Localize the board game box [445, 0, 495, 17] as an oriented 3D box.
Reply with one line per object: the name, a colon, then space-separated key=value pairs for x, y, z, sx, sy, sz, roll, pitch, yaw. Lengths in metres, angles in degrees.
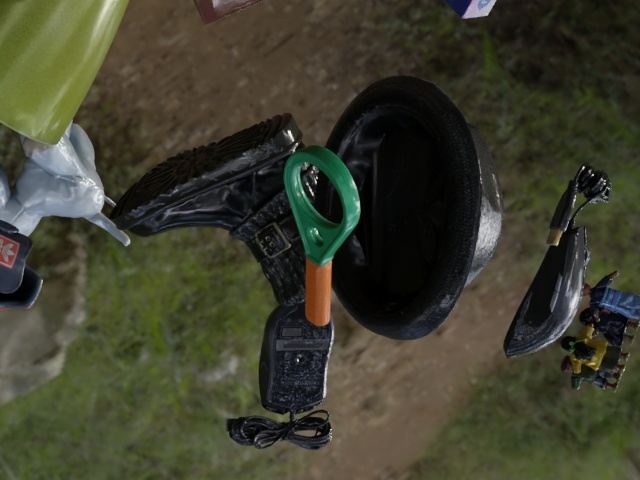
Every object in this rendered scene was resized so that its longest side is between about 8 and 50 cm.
board game box: x=0.201 y=-0.552 z=1.854 sx=0.066 sy=0.319 sz=0.318 roll=-16 pitch=146 yaw=-41

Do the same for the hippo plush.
hippo plush: x=-0.525 y=-0.102 z=2.272 sx=0.236 sy=0.294 sz=0.234 roll=-28 pitch=-149 yaw=3

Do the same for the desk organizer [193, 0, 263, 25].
desk organizer: x=-0.127 y=-0.373 z=1.867 sx=0.130 sy=0.047 sz=0.050 roll=-24 pitch=138 yaw=-9

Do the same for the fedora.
fedora: x=0.134 y=-0.042 z=1.618 sx=0.152 sy=0.334 sz=0.334 roll=-3 pitch=148 yaw=-40

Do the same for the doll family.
doll family: x=0.425 y=0.140 z=1.929 sx=0.076 sy=0.111 sz=0.193 roll=25 pitch=85 yaw=-77

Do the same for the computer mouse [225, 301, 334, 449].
computer mouse: x=-0.056 y=0.214 z=2.123 sx=0.188 sy=0.272 sz=0.072 roll=6 pitch=-170 yaw=-23

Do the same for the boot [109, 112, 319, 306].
boot: x=-0.118 y=-0.013 z=1.873 sx=0.348 sy=0.260 sz=0.131 roll=-19 pitch=-154 yaw=25

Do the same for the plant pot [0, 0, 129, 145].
plant pot: x=-0.350 y=-0.318 z=1.563 sx=0.293 sy=0.275 sz=0.275 roll=-51 pitch=166 yaw=6

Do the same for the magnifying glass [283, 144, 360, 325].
magnifying glass: x=0.000 y=0.000 z=1.290 sx=0.026 sy=0.092 sz=0.231 roll=-32 pitch=143 yaw=-33

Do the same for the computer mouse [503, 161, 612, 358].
computer mouse: x=0.293 y=0.032 z=1.504 sx=0.262 sy=0.060 sz=0.184 roll=-63 pitch=161 yaw=1

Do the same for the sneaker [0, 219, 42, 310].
sneaker: x=-0.449 y=-0.005 z=1.574 sx=0.350 sy=0.148 sz=0.131 roll=67 pitch=38 yaw=-67
